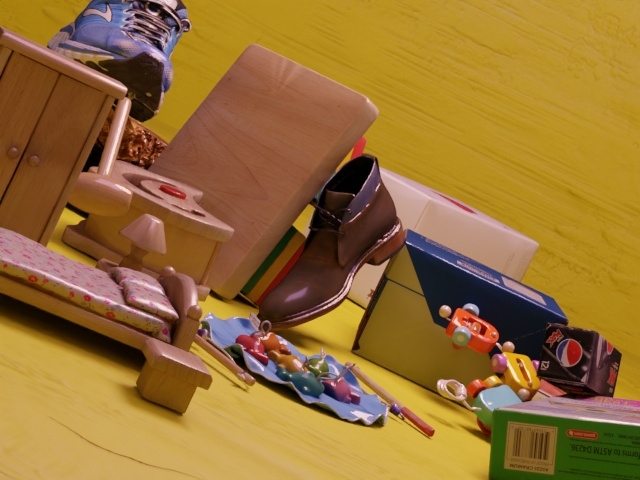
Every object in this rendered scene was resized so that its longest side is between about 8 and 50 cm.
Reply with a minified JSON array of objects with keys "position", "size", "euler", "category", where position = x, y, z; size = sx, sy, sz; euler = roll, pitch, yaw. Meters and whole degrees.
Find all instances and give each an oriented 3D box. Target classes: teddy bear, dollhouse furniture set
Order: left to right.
[{"position":[-0.225,-0.049,1.243],"size":[0.303,0.174,0.355],"euler":[24,5,-20],"category":"dollhouse furniture set"},{"position":[-0.217,-0.074,2.033],"size":[0.245,0.113,0.338],"euler":[35,0,19],"category":"teddy bear"}]

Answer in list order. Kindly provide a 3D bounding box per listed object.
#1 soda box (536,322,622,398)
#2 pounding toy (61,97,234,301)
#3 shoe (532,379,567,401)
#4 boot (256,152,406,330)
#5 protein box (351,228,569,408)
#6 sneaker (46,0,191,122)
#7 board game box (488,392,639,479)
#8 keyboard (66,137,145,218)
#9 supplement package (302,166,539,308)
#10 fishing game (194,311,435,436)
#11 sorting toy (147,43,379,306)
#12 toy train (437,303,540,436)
[{"position":[0.272,0.129,1.727],"size":[0.053,0.060,0.169],"euler":[10,-8,20],"category":"soda box"},{"position":[-0.152,-0.042,1.618],"size":[0.154,0.155,0.269],"euler":[23,7,1],"category":"pounding toy"},{"position":[0.329,0.186,2.083],"size":[0.178,0.081,0.063],"euler":[26,5,1],"category":"shoe"},{"position":[0.000,0.000,1.681],"size":[0.082,0.106,0.219],"euler":[10,36,37],"category":"boot"},{"position":[0.154,0.093,1.855],"size":[0.199,0.136,0.201],"euler":[26,5,1],"category":"protein box"},{"position":[-0.226,-0.238,1.905],"size":[0.130,0.147,0.330],"euler":[37,2,-23],"category":"sneaker"},{"position":[0.312,0.192,1.539],"size":[0.242,0.064,0.316],"euler":[5,-1,21],"category":"board game box"},{"position":[-0.243,-0.057,1.841],"size":[0.192,0.100,0.038],"euler":[29,-33,25],"category":"keyboard"},{"position":[0.135,0.016,2.314],"size":[0.177,0.175,0.293],"euler":[31,8,38],"category":"supplement package"},{"position":[-0.018,0.104,1.459],"size":[0.264,0.041,0.189],"euler":[21,9,-43],"category":"fishing game"},{"position":[-0.067,-0.066,1.820],"size":[0.089,0.255,0.257],"euler":[42,-5,-37],"category":"sorting toy"},{"position":[0.162,0.139,1.687],"size":[0.125,0.046,0.166],"euler":[27,33,-3],"category":"toy train"}]
